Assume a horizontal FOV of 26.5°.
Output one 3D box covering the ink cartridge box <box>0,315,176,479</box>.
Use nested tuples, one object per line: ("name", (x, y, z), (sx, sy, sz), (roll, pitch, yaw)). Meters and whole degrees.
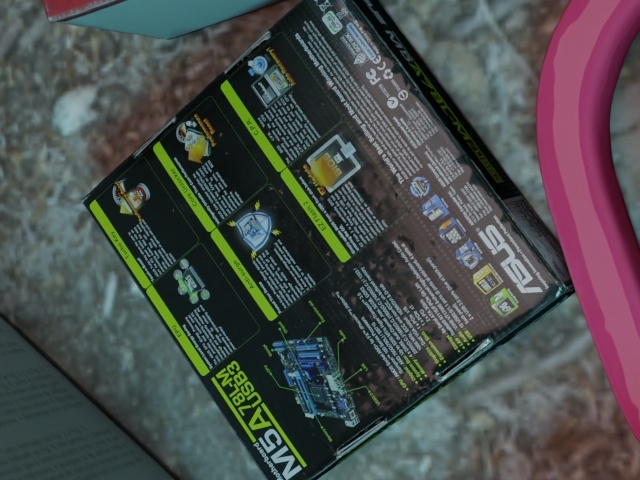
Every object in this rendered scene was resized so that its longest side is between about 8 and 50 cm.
("ink cartridge box", (-0.260, 0.085, 0.646), (0.385, 0.308, 0.091), (38, 106, 17))

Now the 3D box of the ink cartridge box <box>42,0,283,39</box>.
("ink cartridge box", (-0.051, -0.255, 0.638), (0.197, 0.114, 0.273), (-14, 87, 24))

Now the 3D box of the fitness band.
("fitness band", (0.209, -0.009, 0.578), (0.209, 0.054, 0.291), (-20, 84, 26))

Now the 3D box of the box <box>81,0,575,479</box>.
("box", (0.000, 0.000, 0.672), (0.184, 0.045, 0.191), (-40, 79, 23))
